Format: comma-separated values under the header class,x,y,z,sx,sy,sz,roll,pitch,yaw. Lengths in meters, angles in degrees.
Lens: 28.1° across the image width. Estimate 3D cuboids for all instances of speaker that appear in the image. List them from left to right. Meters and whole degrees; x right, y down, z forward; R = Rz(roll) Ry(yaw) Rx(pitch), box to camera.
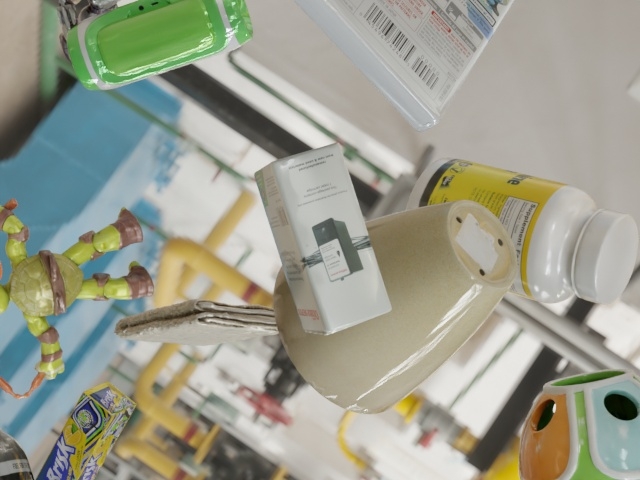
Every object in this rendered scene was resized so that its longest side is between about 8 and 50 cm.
class,x,y,z,sx,sy,sz,roll,pitch,yaw
speaker,-0.270,-0.348,2.155,0.296,0.131,0.131,-17,179,7

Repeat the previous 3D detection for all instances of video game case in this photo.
class,x,y,z,sx,sy,sz,roll,pitch,yaw
video game case,0.058,-0.317,1.264,0.036,0.329,0.300,-26,-155,51

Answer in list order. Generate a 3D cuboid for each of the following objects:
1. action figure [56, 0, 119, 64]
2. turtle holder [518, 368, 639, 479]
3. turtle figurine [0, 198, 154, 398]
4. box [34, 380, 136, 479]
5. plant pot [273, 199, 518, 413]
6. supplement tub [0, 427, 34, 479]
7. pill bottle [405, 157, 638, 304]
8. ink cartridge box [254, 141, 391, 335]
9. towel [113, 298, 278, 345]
class,x,y,z,sx,sy,sz,roll,pitch,yaw
action figure,-0.390,-0.410,2.287,0.185,0.099,0.285,-15,162,-22
turtle holder,0.447,0.305,1.874,0.243,0.320,0.227,8,71,-86
turtle figurine,-0.310,0.032,1.478,0.217,0.269,0.087,-19,-174,-27
box,-0.308,0.268,1.662,0.169,0.054,0.059,-60,164,21
plant pot,0.119,0.064,1.699,0.274,0.256,0.256,-35,-169,41
supplement tub,-0.395,0.352,1.396,0.207,0.338,0.207,-19,168,-4
pill bottle,0.314,-0.010,2.001,0.188,0.334,0.188,-27,124,-47
ink cartridge box,0.000,0.000,1.518,0.087,0.208,0.153,-18,-178,-12
towel,-0.199,0.136,2.115,0.282,0.187,0.049,-15,-109,51
